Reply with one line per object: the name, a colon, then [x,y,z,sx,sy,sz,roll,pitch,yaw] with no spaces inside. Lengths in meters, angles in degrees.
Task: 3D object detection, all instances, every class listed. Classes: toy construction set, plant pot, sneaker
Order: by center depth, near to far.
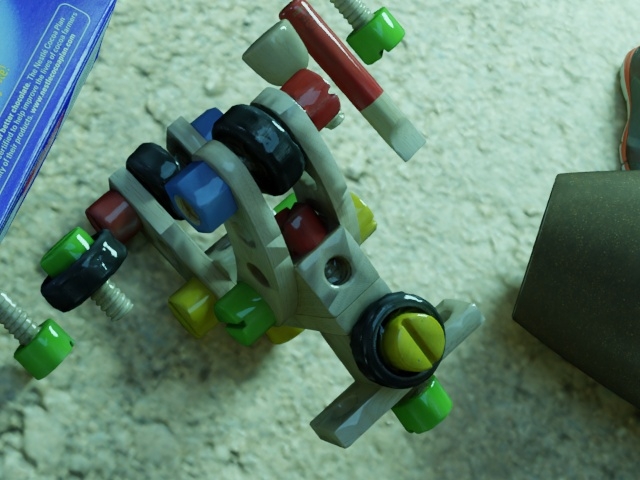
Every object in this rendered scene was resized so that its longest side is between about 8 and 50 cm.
toy construction set: [0.000,0.000,1.189,0.237,0.257,0.309,48,47,-12]
plant pot: [0.256,0.039,1.258,0.230,0.215,0.215,17,60,6]
sneaker: [0.263,-0.091,1.385,0.061,0.065,0.158,1,64,-19]

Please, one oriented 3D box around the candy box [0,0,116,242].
candy box: [-0.324,-0.098,1.111,0.317,0.122,0.268,27,61,-6]
